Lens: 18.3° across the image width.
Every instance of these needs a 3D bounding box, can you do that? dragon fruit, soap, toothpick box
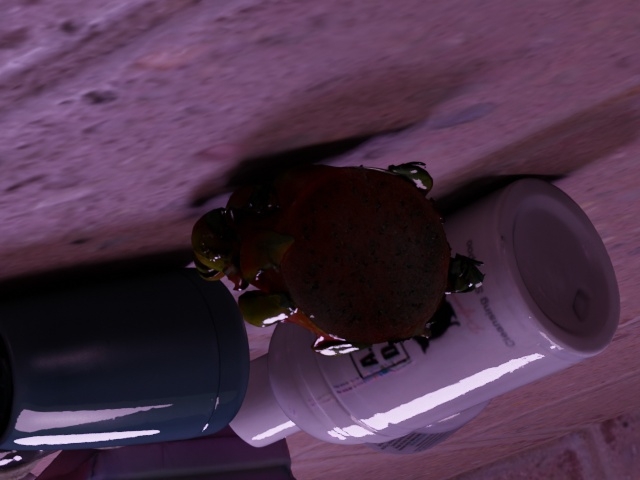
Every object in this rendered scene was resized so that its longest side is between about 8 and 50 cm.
[{"bbox_3d":[0.000,0.000,1.249,0.175,0.138,0.142,9,145,39],"label":"dragon fruit"},{"bbox_3d":[-0.146,0.241,1.854,0.109,0.193,0.324,-25,165,28],"label":"soap"},{"bbox_3d":[-0.152,0.085,1.363,0.184,0.120,0.120,-5,163,-33],"label":"toothpick box"}]

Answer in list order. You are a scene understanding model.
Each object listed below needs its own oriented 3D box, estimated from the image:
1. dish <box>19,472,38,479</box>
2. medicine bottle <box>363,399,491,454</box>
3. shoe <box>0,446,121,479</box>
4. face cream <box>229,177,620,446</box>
[{"bbox_3d":[-0.341,0.239,1.942,0.137,0.039,0.091,-14,162,-17],"label":"dish"},{"bbox_3d":[0.076,0.121,1.776,0.135,0.135,0.215,-14,167,-15],"label":"medicine bottle"},{"bbox_3d":[-0.189,0.110,1.496,0.112,0.099,0.227,-35,163,34],"label":"shoe"},{"bbox_3d":[0.048,0.086,1.567,0.369,0.145,0.145,-29,163,37],"label":"face cream"}]
